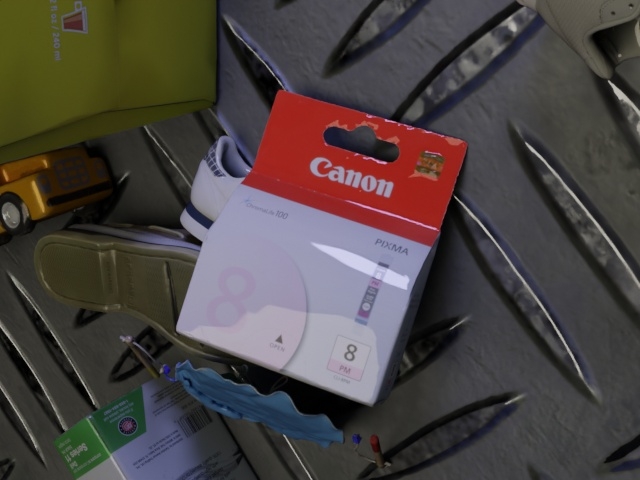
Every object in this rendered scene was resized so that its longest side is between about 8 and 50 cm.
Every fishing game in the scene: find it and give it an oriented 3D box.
[{"bbox_3d":[-0.056,0.154,0.934,0.264,0.041,0.189,18,160,15],"label":"fishing game"}]

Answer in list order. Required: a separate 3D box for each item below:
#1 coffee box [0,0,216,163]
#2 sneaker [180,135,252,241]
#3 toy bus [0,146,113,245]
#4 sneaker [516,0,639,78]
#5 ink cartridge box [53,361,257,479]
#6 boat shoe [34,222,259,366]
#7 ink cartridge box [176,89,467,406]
[{"bbox_3d":[-0.320,-0.272,0.842,0.334,0.338,0.338,14,114,31],"label":"coffee box"},{"bbox_3d":[-0.027,-0.011,0.895,0.235,0.090,0.095,29,106,20],"label":"sneaker"},{"bbox_3d":[-0.394,-0.056,1.116,0.332,0.108,0.130,-14,96,38],"label":"toy bus"},{"bbox_3d":[0.197,-0.202,0.590,0.121,0.099,0.262,58,171,20],"label":"sneaker"},{"bbox_3d":[-0.162,0.260,1.035,0.087,0.153,0.208,-36,83,38],"label":"ink cartridge box"},{"bbox_3d":[-0.142,0.036,0.973,0.302,0.103,0.113,18,116,23],"label":"boat shoe"},{"bbox_3d":[0.000,0.000,0.818,0.189,0.066,0.232,18,95,17],"label":"ink cartridge box"}]
